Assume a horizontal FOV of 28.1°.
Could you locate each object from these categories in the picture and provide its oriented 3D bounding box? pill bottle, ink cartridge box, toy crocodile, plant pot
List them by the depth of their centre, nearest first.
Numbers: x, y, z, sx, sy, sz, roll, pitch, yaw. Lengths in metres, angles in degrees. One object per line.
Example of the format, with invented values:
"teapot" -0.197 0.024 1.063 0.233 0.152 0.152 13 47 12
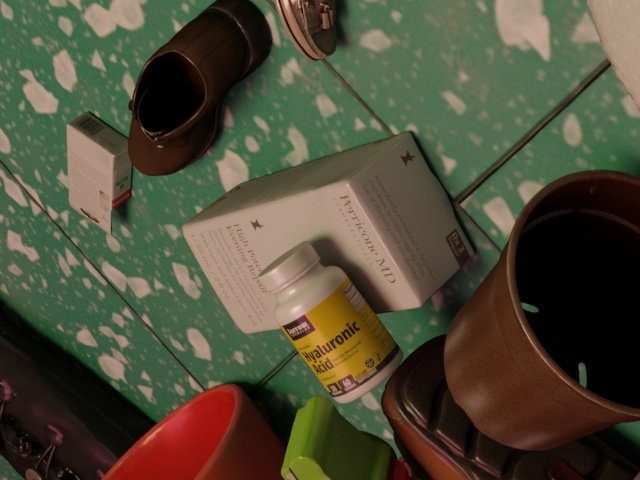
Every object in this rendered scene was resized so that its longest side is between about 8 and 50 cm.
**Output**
"plant pot" 0.169 0.062 0.867 0.167 0.167 0.165 46 150 5
"pill bottle" 0.005 0.060 0.968 0.116 0.065 0.065 53 143 -6
"toy crocodile" 0.062 0.258 1.044 0.105 0.115 0.340 -10 126 25
"ink cartridge box" -0.217 -0.064 1.258 0.063 0.029 0.115 34 142 20
"plant pot" -0.099 0.326 1.299 0.243 0.275 0.275 47 145 -14

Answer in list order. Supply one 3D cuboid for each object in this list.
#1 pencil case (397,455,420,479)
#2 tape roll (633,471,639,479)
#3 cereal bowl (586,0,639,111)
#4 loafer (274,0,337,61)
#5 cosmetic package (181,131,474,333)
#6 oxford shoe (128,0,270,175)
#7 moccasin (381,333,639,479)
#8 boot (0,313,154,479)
"pencil case" 0.095 0.295 1.196 0.098 0.095 0.209 -120 22 -44
"tape roll" 0.297 0.150 0.702 0.090 0.275 0.275 56 143 -7
"cereal bowl" 0.263 -0.131 0.609 0.339 0.141 0.339 28 139 28
"loafer" -0.011 -0.190 0.925 0.039 0.045 0.125 -3 117 40
"cosmetic package" 0.000 0.000 1.043 0.231 0.085 0.117 -14 111 52
"oxford shoe" -0.129 -0.113 1.069 0.083 0.096 0.227 45 145 5
"moccasin" 0.196 0.238 1.003 0.380 0.139 0.147 37 160 16
"boot" -0.355 0.270 1.615 0.445 0.146 0.367 34 143 14
